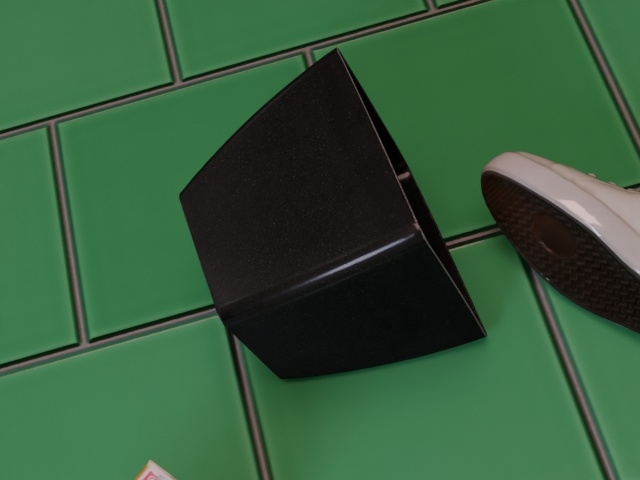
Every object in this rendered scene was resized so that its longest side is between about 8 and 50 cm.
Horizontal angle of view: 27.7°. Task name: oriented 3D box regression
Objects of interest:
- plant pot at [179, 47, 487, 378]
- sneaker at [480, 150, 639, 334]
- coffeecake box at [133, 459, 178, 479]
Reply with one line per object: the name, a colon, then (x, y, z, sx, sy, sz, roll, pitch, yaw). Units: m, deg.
plant pot: (0.000, 0.000, 1.011, 0.167, 0.187, 0.188, -26, 57, 8)
sneaker: (0.264, 0.004, 1.007, 0.290, 0.106, 0.123, 34, 63, 17)
coffeecake box: (-0.137, 0.262, 0.884, 0.068, 0.142, 0.185, 32, 69, 25)
